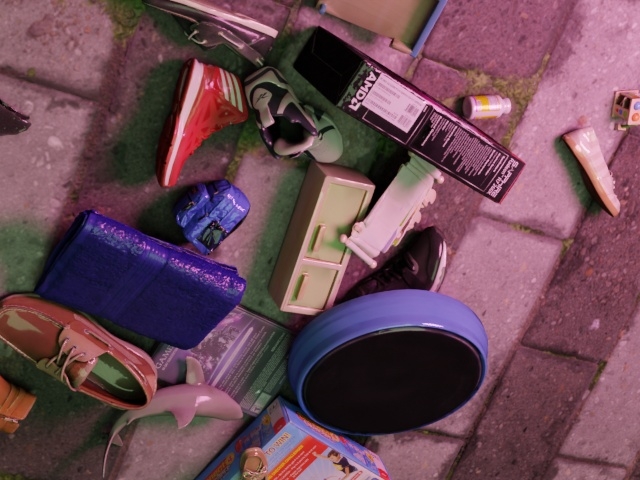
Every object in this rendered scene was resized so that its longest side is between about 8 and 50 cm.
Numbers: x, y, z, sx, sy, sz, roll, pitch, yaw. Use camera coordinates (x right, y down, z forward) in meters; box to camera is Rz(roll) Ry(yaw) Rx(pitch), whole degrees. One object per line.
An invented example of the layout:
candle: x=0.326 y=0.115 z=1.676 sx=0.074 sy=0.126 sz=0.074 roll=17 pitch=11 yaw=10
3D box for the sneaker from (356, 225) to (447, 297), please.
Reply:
sneaker: x=0.141 y=0.095 z=1.906 sx=0.124 sy=0.107 sz=0.283 roll=18 pitch=108 yaw=-21

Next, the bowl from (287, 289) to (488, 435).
bowl: x=0.133 y=0.247 z=1.902 sx=0.391 sy=0.077 sz=0.391 roll=-5 pitch=138 yaw=-5

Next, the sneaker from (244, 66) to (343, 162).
sneaker: x=-0.034 y=-0.169 z=1.657 sx=0.094 sy=0.153 sz=0.235 roll=-25 pitch=136 yaw=16

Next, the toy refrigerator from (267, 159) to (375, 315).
toy refrigerator: x=0.000 y=0.000 z=1.809 sx=0.102 sy=0.094 sz=0.269 roll=11 pitch=111 yaw=-25

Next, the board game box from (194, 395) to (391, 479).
board game box: x=-0.069 y=0.505 z=2.016 sx=0.308 sy=0.086 sz=0.302 roll=-46 pitch=121 yaw=12

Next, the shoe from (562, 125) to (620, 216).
shoe: x=0.550 y=-0.135 z=1.963 sx=0.058 sy=0.076 sz=0.219 roll=-35 pitch=120 yaw=4

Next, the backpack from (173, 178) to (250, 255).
backpack: x=-0.186 y=-0.050 z=1.711 sx=0.120 sy=0.098 sz=0.101 roll=-41 pitch=120 yaw=3

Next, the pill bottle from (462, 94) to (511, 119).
pill bottle: x=0.308 y=-0.247 z=1.835 sx=0.083 sy=0.043 sz=0.043 roll=-5 pitch=116 yaw=-19

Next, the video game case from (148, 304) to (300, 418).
video game case: x=-0.175 y=0.216 z=1.889 sx=0.274 sy=0.026 sz=0.196 roll=28 pitch=102 yaw=-29

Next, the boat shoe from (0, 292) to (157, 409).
boat shoe: x=-0.420 y=0.196 z=1.723 sx=0.324 sy=0.116 sz=0.123 roll=29 pitch=102 yaw=-23

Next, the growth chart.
growth chart: x=0.137 y=-0.055 z=1.816 sx=0.237 sy=0.021 sz=0.172 roll=-52 pitch=146 yaw=-8

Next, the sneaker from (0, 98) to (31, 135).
sneaker: x=-0.534 y=-0.215 z=1.528 sx=0.089 sy=0.051 sz=0.170 roll=-38 pitch=126 yaw=0

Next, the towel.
towel: x=-0.306 y=0.068 z=1.696 sx=0.308 sy=0.076 sz=0.227 roll=26 pitch=134 yaw=-23

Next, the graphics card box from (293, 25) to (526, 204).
graphics card box: x=0.149 y=-0.212 z=1.681 sx=0.371 sy=0.233 sz=0.094 roll=26 pitch=104 yaw=-28

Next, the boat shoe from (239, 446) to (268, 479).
boat shoe: x=-0.124 y=0.461 z=1.891 sx=0.056 sy=0.048 sz=0.153 roll=-4 pitch=120 yaw=-15

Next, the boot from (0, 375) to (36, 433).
boot: x=-0.563 y=0.252 z=1.730 sx=0.152 sy=0.073 sz=0.197 roll=27 pitch=117 yaw=-30

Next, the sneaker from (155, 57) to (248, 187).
sneaker: x=-0.190 y=-0.181 z=1.654 sx=0.128 sy=0.087 sz=0.221 roll=12 pitch=111 yaw=-24

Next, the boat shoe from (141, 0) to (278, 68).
boat shoe: x=-0.181 y=-0.341 z=1.580 sx=0.233 sy=0.084 sz=0.079 roll=17 pitch=107 yaw=-30

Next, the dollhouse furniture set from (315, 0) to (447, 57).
dollhouse furniture set: x=0.085 y=-0.495 z=1.619 sx=0.286 sy=0.198 sz=0.303 roll=20 pitch=140 yaw=-6

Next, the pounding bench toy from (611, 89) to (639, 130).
pounding bench toy: x=0.608 y=-0.245 z=1.938 sx=0.052 sy=0.065 sz=0.083 roll=-7 pitch=117 yaw=-18

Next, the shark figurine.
shark figurine: x=-0.287 y=0.326 z=1.829 sx=0.278 sy=0.116 sz=0.166 roll=-17 pitch=124 yaw=-8
